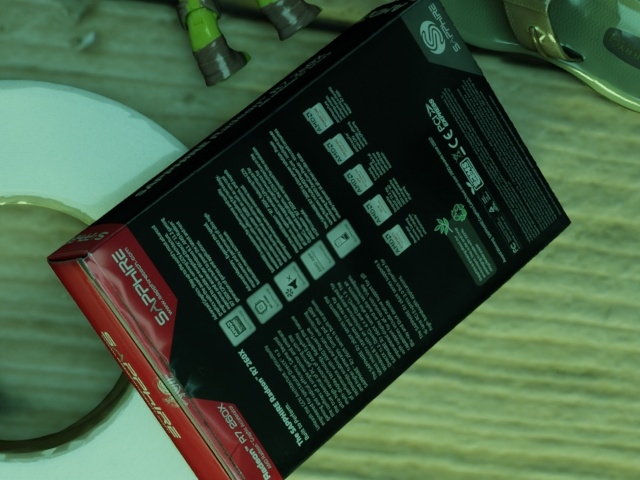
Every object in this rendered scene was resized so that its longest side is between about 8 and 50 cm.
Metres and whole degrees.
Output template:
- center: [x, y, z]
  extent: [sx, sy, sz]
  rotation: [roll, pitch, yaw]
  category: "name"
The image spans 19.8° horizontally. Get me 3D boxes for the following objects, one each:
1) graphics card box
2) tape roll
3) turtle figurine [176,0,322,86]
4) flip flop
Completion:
- center: [0.000, 0.000, 1.415]
  extent: [0.371, 0.094, 0.233]
  rotation: [-40, 105, -24]
  category: "graphics card box"
- center: [-0.240, 0.067, 1.435]
  extent: [0.392, 0.072, 0.392]
  rotation: [-1, 94, -12]
  category: "tape roll"
- center: [-0.091, -0.247, 1.442]
  extent: [0.269, 0.087, 0.217]
  rotation: [-36, 100, -8]
  category: "turtle figurine"
- center: [0.201, -0.186, 1.513]
  extent: [0.277, 0.080, 0.112]
  rotation: [26, 87, -13]
  category: "flip flop"
